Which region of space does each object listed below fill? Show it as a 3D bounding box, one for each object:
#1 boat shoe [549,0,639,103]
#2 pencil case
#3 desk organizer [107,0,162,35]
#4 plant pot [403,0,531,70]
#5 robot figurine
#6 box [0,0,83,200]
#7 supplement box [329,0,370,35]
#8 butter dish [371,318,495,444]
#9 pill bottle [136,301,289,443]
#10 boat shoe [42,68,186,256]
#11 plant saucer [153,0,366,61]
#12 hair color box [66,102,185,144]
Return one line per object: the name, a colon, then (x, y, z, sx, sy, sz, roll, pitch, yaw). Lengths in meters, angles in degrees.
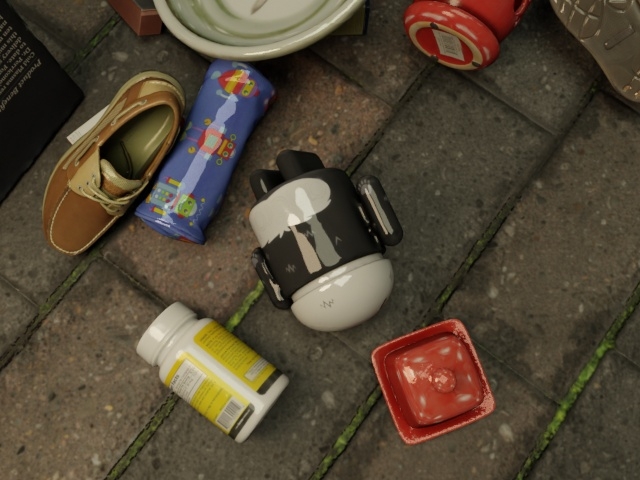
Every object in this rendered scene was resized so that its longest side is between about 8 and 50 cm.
boat shoe: (0.468, -0.375, 1.049, 0.123, 0.116, 0.324, -28, 101, 27)
pencil case: (-0.179, -0.142, 1.012, 0.119, 0.133, 0.306, 28, 79, -15)
desk organizer: (-0.326, -0.415, 1.104, 0.047, 0.050, 0.130, -21, 59, -38)
plant pot: (0.237, -0.391, 1.039, 0.191, 0.191, 0.174, 29, 85, 5)
robot figurine: (0.000, 0.001, 0.959, 0.174, 0.209, 0.278, -21, 78, -22)
box: (-0.674, -0.313, 0.864, 0.480, 0.472, 0.297, 33, 78, 6)
supplement box: (0.040, -0.400, 1.088, 0.083, 0.083, 0.056, -2, 76, 0)
butter dish: (0.174, 0.207, 0.940, 0.160, 0.118, 0.159, -20, 78, -4)
pill bottle: (-0.160, 0.191, 0.940, 0.209, 0.119, 0.119, 37, 80, 7)
boat shoe: (-0.315, -0.108, 0.947, 0.123, 0.120, 0.324, 28, 107, -30)
plant saucer: (-0.075, -0.447, 1.024, 0.401, 0.100, 0.400, -4, 72, 13)
hair color box: (-0.320, -0.183, 1.053, 0.167, 0.053, 0.093, -42, 82, -7)
